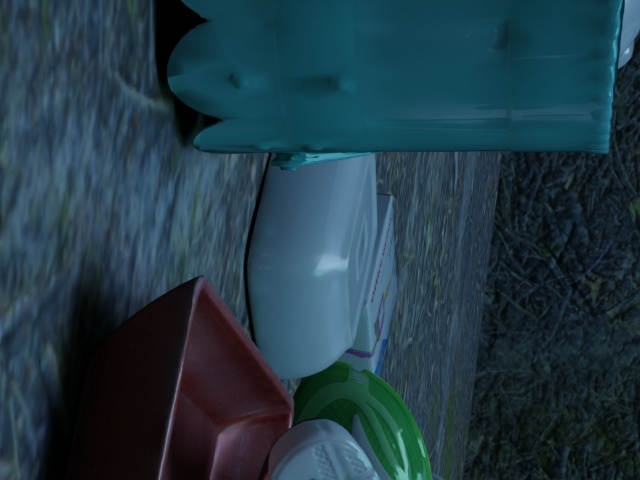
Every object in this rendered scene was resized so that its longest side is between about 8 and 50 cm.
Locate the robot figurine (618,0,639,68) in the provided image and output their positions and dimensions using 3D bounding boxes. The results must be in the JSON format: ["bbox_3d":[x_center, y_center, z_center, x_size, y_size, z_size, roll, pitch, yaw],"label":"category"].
[{"bbox_3d":[0.159,-0.255,1.283,0.300,0.200,0.353,38,51,-35],"label":"robot figurine"}]

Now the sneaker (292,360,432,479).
[{"bbox_3d":[0.003,0.214,0.994,0.123,0.109,0.295,80,19,-73],"label":"sneaker"}]

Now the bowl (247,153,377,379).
[{"bbox_3d":[0.000,0.000,0.984,0.142,0.053,0.142,86,13,-54],"label":"bowl"}]

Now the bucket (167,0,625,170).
[{"bbox_3d":[0.050,-0.165,0.744,0.281,0.183,0.281,7,90,-81],"label":"bucket"}]

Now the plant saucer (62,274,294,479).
[{"bbox_3d":[-0.070,0.165,0.701,0.259,0.048,0.258,65,34,-72],"label":"plant saucer"}]

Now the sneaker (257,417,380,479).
[{"bbox_3d":[-0.008,0.118,0.784,0.158,0.061,0.065,87,-13,-53],"label":"sneaker"}]

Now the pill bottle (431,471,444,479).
[{"bbox_3d":[0.049,0.286,1.300,0.121,0.121,0.216,-70,165,-53],"label":"pill bottle"}]

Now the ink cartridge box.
[{"bbox_3d":[0.018,0.034,1.120,0.122,0.052,0.088,81,19,-57],"label":"ink cartridge box"}]
